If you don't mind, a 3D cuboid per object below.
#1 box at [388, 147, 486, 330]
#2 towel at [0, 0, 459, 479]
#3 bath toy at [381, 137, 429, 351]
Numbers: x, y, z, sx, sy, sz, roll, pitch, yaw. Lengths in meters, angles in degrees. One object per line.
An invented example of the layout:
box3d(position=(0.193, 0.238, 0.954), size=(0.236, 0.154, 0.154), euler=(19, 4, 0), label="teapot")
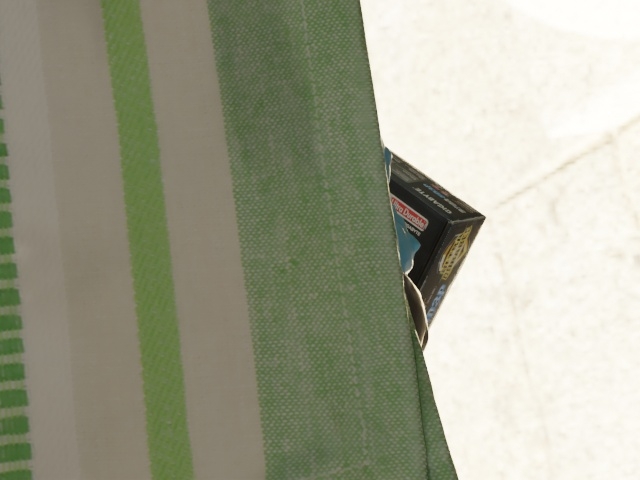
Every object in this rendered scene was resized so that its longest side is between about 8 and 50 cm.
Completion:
box3d(position=(0.000, 0.000, 1.071), size=(0.220, 0.051, 0.175), euler=(38, 116, 29), label="box")
box3d(position=(-0.136, 0.003, 0.416), size=(0.038, 0.325, 0.248), euler=(99, 161, -73), label="towel")
box3d(position=(0.001, 0.059, 0.724), size=(0.129, 0.151, 0.348), euler=(-58, 16, 27), label="bath toy")
